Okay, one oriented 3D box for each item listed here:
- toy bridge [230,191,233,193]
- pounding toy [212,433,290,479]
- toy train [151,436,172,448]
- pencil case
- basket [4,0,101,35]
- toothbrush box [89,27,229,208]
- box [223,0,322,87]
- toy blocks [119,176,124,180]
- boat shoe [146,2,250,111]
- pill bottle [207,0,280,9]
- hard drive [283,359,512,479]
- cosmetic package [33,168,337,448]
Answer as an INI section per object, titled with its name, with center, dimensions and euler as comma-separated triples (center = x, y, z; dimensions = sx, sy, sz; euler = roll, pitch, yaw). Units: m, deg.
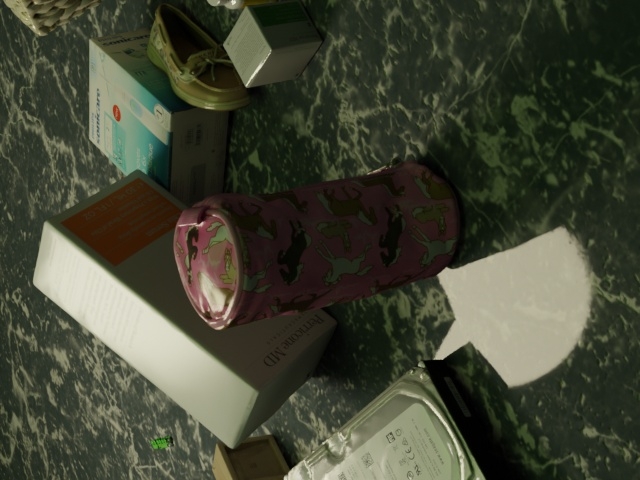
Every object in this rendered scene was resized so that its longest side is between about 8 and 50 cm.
[toy bridge]
center = -0.117, -0.003, 1.943
dimensions = 0.063, 0.026, 0.188
euler = -46, 66, 48
[pounding toy]
center = -0.109, 0.438, 2.034
dimensions = 0.130, 0.141, 0.100
euler = -123, 36, -46
[toy train]
center = -0.345, 0.443, 2.441
dimensions = 0.083, 0.017, 0.024
euler = -20, 96, 55
[pencil case]
center = 0.000, 0.000, 1.469
dimensions = 0.167, 0.386, 0.160
euler = 57, 140, 25
[basket]
center = -0.458, -0.578, 1.877
dimensions = 0.331, 0.328, 0.266
euler = 45, 160, 34
[toothbrush box]
center = -0.296, -0.219, 2.015
dimensions = 0.295, 0.126, 0.216
euler = 43, 138, 38
[box]
center = -0.073, -0.300, 1.700
dimensions = 0.087, 0.101, 0.102
euler = 62, 143, 15
[toy blocks]
center = -0.359, -0.107, 2.144
dimensions = 0.054, 0.148, 0.123
euler = 38, 146, -28
[boat shoe]
center = -0.213, -0.306, 1.887
dimensions = 0.285, 0.104, 0.089
euler = 41, 136, 39
[pill bottle]
center = -0.117, -0.388, 1.712
dimensions = 0.065, 0.116, 0.065
euler = 25, 123, 46
[hard drive]
center = 0.106, 0.362, 1.641
dimensions = 0.339, 0.064, 0.237
euler = -44, 59, 31
[cosmetic package]
center = -0.227, 0.102, 1.848
dimensions = 0.453, 0.230, 0.161
euler = 36, 132, 14
